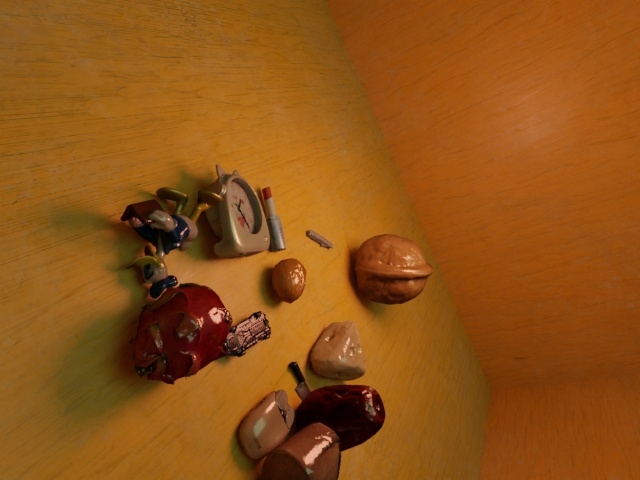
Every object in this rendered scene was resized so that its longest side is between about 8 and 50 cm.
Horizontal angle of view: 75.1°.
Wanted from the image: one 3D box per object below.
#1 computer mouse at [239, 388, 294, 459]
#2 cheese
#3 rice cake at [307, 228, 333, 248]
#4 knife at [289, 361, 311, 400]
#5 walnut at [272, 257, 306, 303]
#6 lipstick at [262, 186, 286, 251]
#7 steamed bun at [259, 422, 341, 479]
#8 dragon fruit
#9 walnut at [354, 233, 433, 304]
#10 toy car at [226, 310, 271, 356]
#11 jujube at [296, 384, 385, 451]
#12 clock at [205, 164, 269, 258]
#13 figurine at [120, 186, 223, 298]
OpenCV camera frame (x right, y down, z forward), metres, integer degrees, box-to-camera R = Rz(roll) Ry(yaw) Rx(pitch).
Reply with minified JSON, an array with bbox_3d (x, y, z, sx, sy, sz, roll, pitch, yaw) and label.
[{"bbox_3d":[-0.167,0.594,1.355,0.236,0.081,0.145,-28,96,-57],"label":"computer mouse"},{"bbox_3d":[0.079,0.488,1.705,0.247,0.173,0.252,-26,100,-59],"label":"cheese"},{"bbox_3d":[0.000,0.000,1.975,0.180,0.030,0.042,32,43,-44],"label":"rice cake"},{"bbox_3d":[-0.066,0.566,1.581,0.060,0.028,0.231,-40,110,-44],"label":"knife"},{"bbox_3d":[-0.123,0.155,1.609,0.144,0.144,0.180,28,56,-47],"label":"walnut"},{"bbox_3d":[-0.197,-0.092,1.700,0.068,0.061,0.274,0,73,-54],"label":"lipstick"},{"bbox_3d":[-0.069,0.735,1.310,0.251,0.199,0.302,-18,119,-59],"label":"steamed bun"},{"bbox_3d":[-0.362,0.243,1.128,0.315,0.250,0.251,1,72,-74],"label":"dragon fruit"},{"bbox_3d":[0.357,0.152,2.116,0.383,0.383,0.384,32,48,-44],"label":"walnut"},{"bbox_3d":[-0.253,0.315,1.396,0.216,0.063,0.103,-24,93,-52],"label":"toy car"},{"bbox_3d":[0.067,0.621,1.471,0.223,0.317,0.223,45,31,-38],"label":"jujube"},{"bbox_3d":[-0.301,-0.102,1.469,0.265,0.108,0.324,0,74,-69],"label":"clock"},{"bbox_3d":[-0.436,-0.005,1.185,0.283,0.204,0.339,55,39,-70],"label":"figurine"}]
